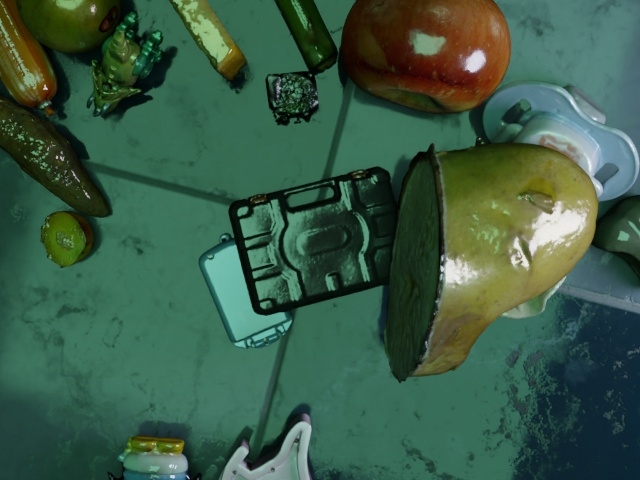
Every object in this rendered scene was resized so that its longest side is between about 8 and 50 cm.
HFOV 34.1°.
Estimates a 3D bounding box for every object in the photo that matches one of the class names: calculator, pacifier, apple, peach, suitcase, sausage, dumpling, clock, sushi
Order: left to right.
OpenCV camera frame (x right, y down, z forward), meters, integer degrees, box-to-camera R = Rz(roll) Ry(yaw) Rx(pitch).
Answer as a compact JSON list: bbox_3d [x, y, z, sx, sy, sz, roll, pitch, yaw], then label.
[{"bbox_3d":[-0.532,-0.350,1.771,0.093,0.093,0.312,-27,93,1],"label":"sausage"},{"bbox_3d":[-0.415,-0.401,1.725,0.182,0.155,0.183,2,74,-8],"label":"apple"},{"bbox_3d":[-0.434,-0.005,1.804,0.098,0.061,0.098,2,95,22],"label":"peach"},{"bbox_3d":[-0.130,0.086,1.821,0.121,0.039,0.210,-23,93,-2],"label":"calculator"},{"bbox_3d":[-0.048,-0.246,1.800,0.083,0.056,0.085,-9,91,-8],"label":"sushi"},{"bbox_3d":[-0.047,0.450,1.820,0.275,0.080,0.291,14,94,-2],"label":"clock"},{"bbox_3d":[0.000,0.000,1.783,0.285,0.066,0.206,-15,94,-10],"label":"suitcase"},{"bbox_3d":[0.173,-0.323,1.700,0.271,0.251,0.207,13,90,23],"label":"apple"},{"bbox_3d":[0.342,0.074,1.796,0.169,0.100,0.134,-12,102,1],"label":"dumpling"},{"bbox_3d":[0.409,-0.186,1.766,0.279,0.227,0.207,35,59,-5],"label":"pacifier"}]

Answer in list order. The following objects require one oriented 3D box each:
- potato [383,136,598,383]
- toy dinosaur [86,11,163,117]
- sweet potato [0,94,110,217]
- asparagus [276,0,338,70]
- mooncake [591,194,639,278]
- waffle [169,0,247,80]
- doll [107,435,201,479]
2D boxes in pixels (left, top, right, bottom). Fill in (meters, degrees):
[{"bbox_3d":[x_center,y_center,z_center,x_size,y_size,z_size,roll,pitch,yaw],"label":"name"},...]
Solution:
[{"bbox_3d":[0.278,0.039,1.645,0.295,0.290,0.397,2,99,-9],"label":"potato"},{"bbox_3d":[-0.322,-0.305,1.713,0.094,0.259,0.153,31,65,-4],"label":"toy dinosaur"},{"bbox_3d":[-0.487,-0.163,1.771,0.341,0.114,0.092,41,74,-3],"label":"sweet potato"},{"bbox_3d":[-0.050,-0.422,1.785,0.067,0.060,0.278,-30,93,-28],"label":"asparagus"},{"bbox_3d":[0.557,0.008,1.794,0.175,0.104,0.169,8,98,2],"label":"mooncake"},{"bbox_3d":[-0.210,-0.382,1.707,0.055,0.221,0.248,-34,93,1],"label":"waffle"},{"bbox_3d":[-0.294,0.497,1.790,0.177,0.141,0.314,4,89,-5],"label":"doll"}]
